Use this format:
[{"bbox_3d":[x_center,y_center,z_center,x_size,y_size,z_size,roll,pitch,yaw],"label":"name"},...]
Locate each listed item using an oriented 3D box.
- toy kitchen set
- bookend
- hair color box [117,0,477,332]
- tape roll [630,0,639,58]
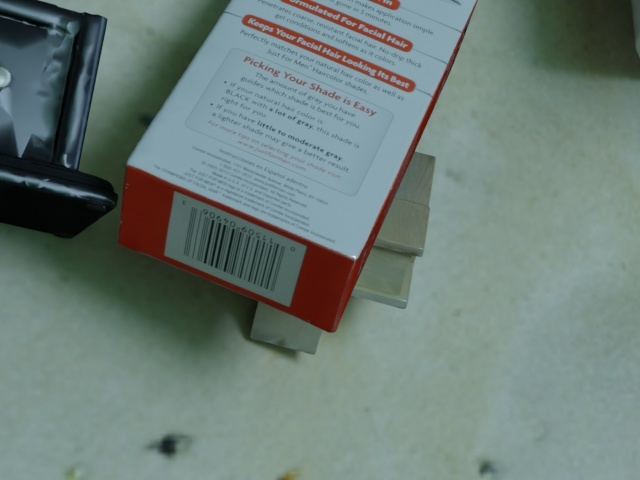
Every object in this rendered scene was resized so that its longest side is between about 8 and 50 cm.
[{"bbox_3d":[0.000,0.000,0.610,0.083,0.068,0.075,15,36,-1],"label":"toy kitchen set"},{"bbox_3d":[-0.150,-0.096,0.539,0.157,0.072,0.156,14,75,-21],"label":"bookend"},{"bbox_3d":[-0.005,-0.053,0.562,0.093,0.053,0.167,23,52,5],"label":"hair color box"},{"bbox_3d":[0.259,-0.180,0.633,0.246,0.246,0.169,0,80,-23],"label":"tape roll"}]
